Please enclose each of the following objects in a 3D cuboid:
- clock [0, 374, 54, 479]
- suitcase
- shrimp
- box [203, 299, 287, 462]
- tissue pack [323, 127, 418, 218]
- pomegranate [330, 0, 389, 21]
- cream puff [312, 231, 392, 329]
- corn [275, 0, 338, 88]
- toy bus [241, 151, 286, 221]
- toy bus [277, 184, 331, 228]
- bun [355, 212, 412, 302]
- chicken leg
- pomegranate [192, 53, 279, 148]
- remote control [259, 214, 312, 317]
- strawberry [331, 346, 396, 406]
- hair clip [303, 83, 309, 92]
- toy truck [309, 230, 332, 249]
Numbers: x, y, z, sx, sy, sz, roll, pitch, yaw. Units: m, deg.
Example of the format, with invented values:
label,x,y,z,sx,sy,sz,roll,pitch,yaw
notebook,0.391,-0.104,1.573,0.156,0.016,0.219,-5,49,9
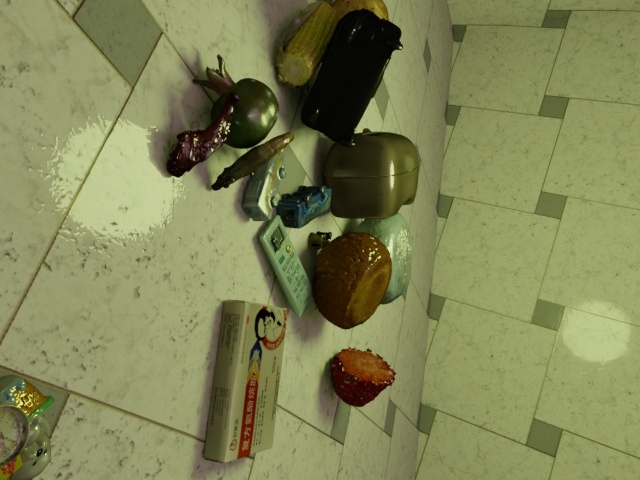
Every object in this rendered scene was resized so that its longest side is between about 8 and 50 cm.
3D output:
label,x,y,z,sx,sy,sz,roll,pitch,yaw
clock,-0.419,0.267,0.637,0.231,0.104,0.144,-40,119,-61
suitcase,0.099,-0.469,1.488,0.339,0.189,0.345,-63,178,-63
shrimp,-0.153,-0.175,1.173,0.051,0.217,0.150,57,-6,-10
box,-0.171,0.327,1.245,0.214,0.069,0.352,27,65,-63
tissue pack,0.180,-0.233,1.738,0.387,0.268,0.276,-31,123,-61
pomegranate,0.112,-0.699,1.664,0.215,0.216,0.215,2,90,-66
cream puff,0.087,0.111,1.601,0.303,0.212,0.302,-36,142,-35
corn,-0.036,-0.546,1.443,0.305,0.122,0.123,-67,-175,-35
toy bus,-0.137,-0.144,1.290,0.075,0.064,0.190,47,49,-50
toy bus,-0.039,-0.101,1.488,0.236,0.079,0.093,-38,127,-60
bun,0.217,0.062,1.912,0.362,0.212,0.361,5,85,-64
chicken leg,-0.228,-0.205,1.031,0.205,0.053,0.093,-52,152,-24
pomegranate,-0.184,-0.295,1.118,0.191,0.131,0.151,45,55,-26
remote control,-0.094,0.076,1.415,0.103,0.051,0.293,-62,141,-46
strawberry,0.126,0.483,1.761,0.234,0.234,0.177,-16,126,-65
hair clip,-0.030,-0.509,1.537,0.066,0.036,0.229,71,25,-47
toy truck,0.000,0.000,1.620,0.083,0.049,0.054,-11,102,-67
